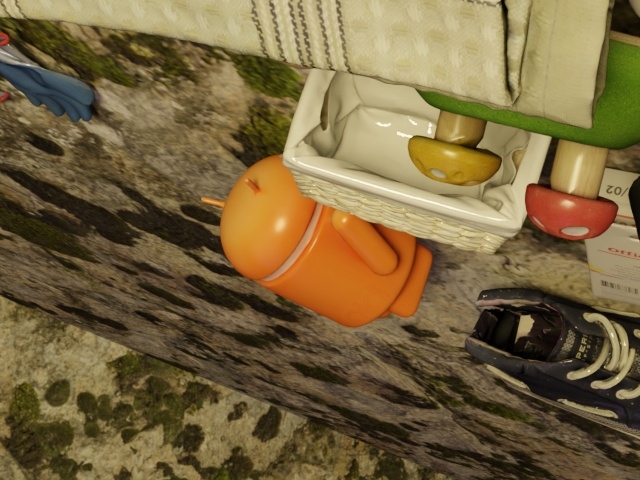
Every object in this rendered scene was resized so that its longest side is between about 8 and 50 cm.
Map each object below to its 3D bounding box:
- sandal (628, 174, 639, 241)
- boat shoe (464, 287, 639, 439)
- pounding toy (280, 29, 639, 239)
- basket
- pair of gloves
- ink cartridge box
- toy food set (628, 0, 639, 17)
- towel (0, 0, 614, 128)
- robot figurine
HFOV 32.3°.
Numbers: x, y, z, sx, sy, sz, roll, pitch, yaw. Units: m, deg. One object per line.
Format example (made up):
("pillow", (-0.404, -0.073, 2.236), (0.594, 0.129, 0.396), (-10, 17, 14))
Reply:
("sandal", (0.291, -0.041, 0.532), (0.167, 0.107, 0.446), (-12, 169, -6))
("boat shoe", (0.304, 0.131, 1.098), (0.340, 0.127, 0.158), (8, 168, 33))
("pounding toy", (0.090, -0.068, 0.606), (0.237, 0.110, 0.183), (8, -170, -29))
("basket", (0.070, -0.066, 0.775), (0.167, 0.113, 0.103), (17, 165, 7))
("pair of gloves", (-0.305, -0.163, 1.034), (0.198, 0.023, 0.159), (13, 164, 23))
("ink cartridge box", (0.262, 0.000, 0.850), (0.104, 0.061, 0.181), (13, 164, 20))
("toy food set", (0.072, -0.174, 0.469), (0.306, 0.092, 0.220), (13, 162, 19))
("towel", (-0.039, -0.187, 0.393), (0.324, 0.056, 0.312), (13, 136, 19))
("robot figurine", (0.001, -0.001, 1.029), (0.219, 0.128, 0.158), (27, -159, -26))
